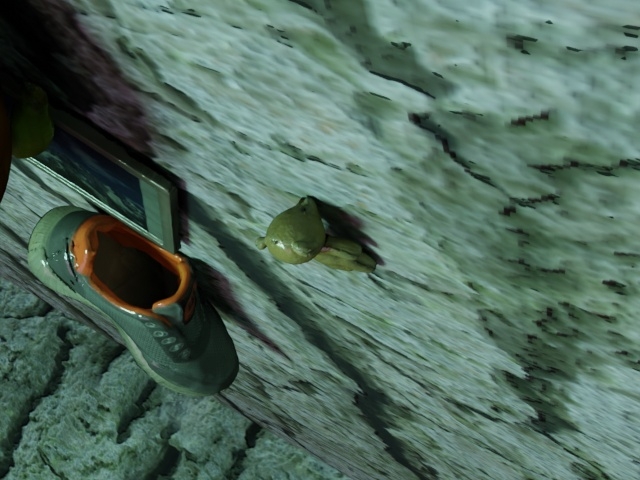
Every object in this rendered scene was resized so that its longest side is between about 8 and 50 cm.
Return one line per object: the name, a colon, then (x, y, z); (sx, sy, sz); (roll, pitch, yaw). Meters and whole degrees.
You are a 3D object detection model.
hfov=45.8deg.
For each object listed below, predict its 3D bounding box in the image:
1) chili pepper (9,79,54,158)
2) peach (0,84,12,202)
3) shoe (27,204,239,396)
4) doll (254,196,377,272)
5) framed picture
chili pepper: (-0.261, -0.100, 0.673); (0.208, 0.043, 0.049); (-8, 110, 55)
peach: (-0.392, -0.090, 0.523); (0.301, 0.343, 0.342); (48, 172, 36)
shoe: (-0.191, 0.077, 0.941); (0.171, 0.132, 0.336); (-6, 135, 48)
doll: (-0.003, 0.009, 0.563); (0.062, 0.051, 0.093); (2, 146, 44)
framed picture: (-0.261, -0.093, 0.768); (0.281, 0.019, 0.209); (32, 161, 3)
